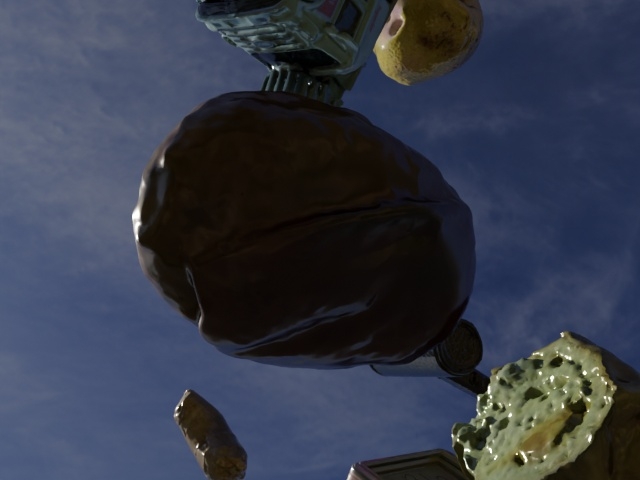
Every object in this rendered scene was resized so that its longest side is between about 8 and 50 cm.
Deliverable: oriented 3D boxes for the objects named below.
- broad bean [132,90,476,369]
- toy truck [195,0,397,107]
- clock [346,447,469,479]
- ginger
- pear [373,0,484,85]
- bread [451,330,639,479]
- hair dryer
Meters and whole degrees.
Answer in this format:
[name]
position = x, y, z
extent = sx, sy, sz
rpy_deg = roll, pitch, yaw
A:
[broad bean]
position = -0.002, 0.001, 0.398
extent = 0.228, 0.122, 0.156
rpy_deg = 19, -76, -34
[toy truck]
position = 0.016, -0.272, 0.626
extent = 0.133, 0.338, 0.184
rpy_deg = 10, -17, 42
[clock]
position = 0.131, 0.310, 0.773
extent = 0.192, 0.147, 0.071
rpy_deg = 10, -81, -45
[ginger]
position = -0.168, 0.304, 1.034
extent = 0.069, 0.190, 0.095
rpy_deg = -26, -49, -20
[pear]
position = 0.154, -0.320, 1.016
extent = 0.178, 0.178, 0.178
rpy_deg = 1, -62, 1
[bread]
position = 0.280, 0.229, 0.638
extent = 0.252, 0.196, 0.238
rpy_deg = 43, -46, -12
[hair dryer]
position = 0.215, 0.200, 1.042
extent = 0.251, 0.089, 0.197
rpy_deg = 31, -23, -19
